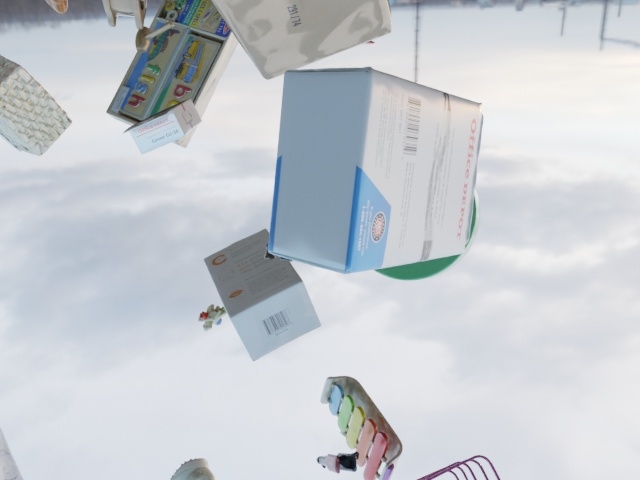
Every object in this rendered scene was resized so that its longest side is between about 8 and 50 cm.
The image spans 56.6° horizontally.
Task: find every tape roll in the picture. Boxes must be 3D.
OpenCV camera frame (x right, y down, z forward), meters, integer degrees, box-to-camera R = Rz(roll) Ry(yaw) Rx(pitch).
[{"bbox_3d":[0.218,-0.064,1.436,0.321,0.322,0.077,7,180,22],"label":"tape roll"}]

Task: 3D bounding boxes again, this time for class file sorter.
[{"bbox_3d":[0.319,0.649,1.437,0.202,0.291,0.182,-17,-113,-15],"label":"file sorter"}]

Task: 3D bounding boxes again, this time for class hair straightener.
[{"bbox_3d":[0.051,0.540,1.441,0.089,0.047,0.230,0,158,-15],"label":"hair straightener"}]

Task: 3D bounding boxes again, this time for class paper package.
[{"bbox_3d":[-0.042,-0.496,1.128,0.309,0.168,0.325,-17,161,9],"label":"paper package"}]

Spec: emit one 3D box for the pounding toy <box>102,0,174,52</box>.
[{"bbox_3d":[-0.417,-0.578,1.383,0.154,0.154,0.269,2,161,-9],"label":"pounding toy"}]

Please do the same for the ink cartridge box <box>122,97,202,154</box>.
[{"bbox_3d":[-0.352,-0.255,1.338,0.115,0.067,0.198,-21,-161,12],"label":"ink cartridge box"}]

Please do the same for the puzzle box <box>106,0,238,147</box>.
[{"bbox_3d":[-0.399,-0.484,1.658,0.272,0.409,0.052,23,176,21],"label":"puzzle box"}]

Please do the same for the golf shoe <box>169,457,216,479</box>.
[{"bbox_3d":[-0.367,0.722,1.546,0.140,0.306,0.115,37,-169,36],"label":"golf shoe"}]

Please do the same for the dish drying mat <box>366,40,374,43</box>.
[{"bbox_3d":[0.081,-0.456,1.363,0.083,0.008,0.032,-7,-168,-27],"label":"dish drying mat"}]

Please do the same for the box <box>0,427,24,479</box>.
[{"bbox_3d":[-0.905,0.601,1.467,0.261,0.231,0.127,-27,173,-7],"label":"box"}]

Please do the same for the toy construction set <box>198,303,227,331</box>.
[{"bbox_3d":[-0.294,0.295,2.280,0.327,0.151,0.215,13,180,-37],"label":"toy construction set"}]

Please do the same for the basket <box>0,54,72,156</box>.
[{"bbox_3d":[-0.579,-0.255,1.141,0.103,0.167,0.113,21,-113,33],"label":"basket"}]

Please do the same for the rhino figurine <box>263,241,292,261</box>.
[{"bbox_3d":[0.000,0.000,1.299,0.243,0.106,0.073,5,178,14],"label":"rhino figurine"}]

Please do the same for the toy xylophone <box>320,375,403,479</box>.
[{"bbox_3d":[0.110,0.528,1.614,0.081,0.236,0.322,-12,-146,-29],"label":"toy xylophone"}]

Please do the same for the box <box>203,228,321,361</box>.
[{"bbox_3d":[-0.173,0.143,1.690,0.215,0.168,0.345,-26,-147,-9],"label":"box"}]

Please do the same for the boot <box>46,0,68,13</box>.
[{"bbox_3d":[-0.493,-0.487,1.099,0.072,0.152,0.197,-6,-126,-20],"label":"boot"}]

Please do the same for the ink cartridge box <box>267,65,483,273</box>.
[{"bbox_3d":[0.086,-0.089,0.785,0.129,0.223,0.307,11,-170,36],"label":"ink cartridge box"}]
